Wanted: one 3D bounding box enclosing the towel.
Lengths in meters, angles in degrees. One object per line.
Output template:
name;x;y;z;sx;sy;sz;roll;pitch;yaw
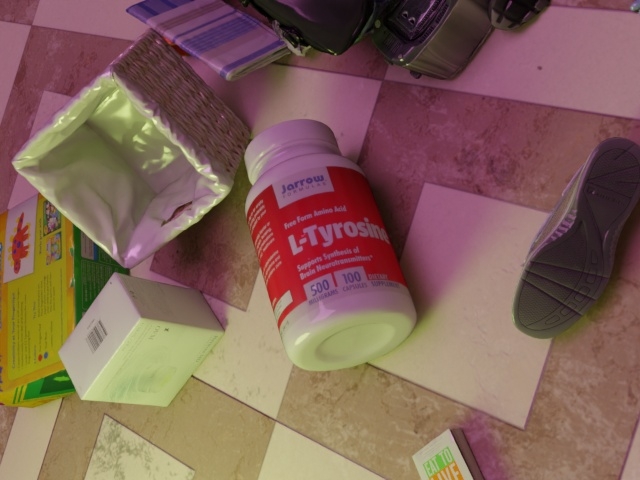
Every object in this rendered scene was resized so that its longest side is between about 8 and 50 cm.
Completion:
towel;-0.222;-0.424;2.024;0.285;0.209;0.034;34;133;18

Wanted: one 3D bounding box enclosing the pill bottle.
pill bottle;0.000;0.000;1.734;0.229;0.229;0.408;-37;57;29

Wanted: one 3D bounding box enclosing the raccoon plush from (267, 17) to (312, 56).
raccoon plush;-0.216;-0.537;2.039;0.299;0.216;0.446;-12;102;61

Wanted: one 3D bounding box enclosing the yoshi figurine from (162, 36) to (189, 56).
yoshi figurine;-0.300;-0.607;2.252;0.203;0.203;0.362;132;126;-76

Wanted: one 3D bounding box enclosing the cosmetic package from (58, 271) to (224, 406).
cosmetic package;-0.356;0.205;2.003;0.224;0.224;0.138;-52;53;19

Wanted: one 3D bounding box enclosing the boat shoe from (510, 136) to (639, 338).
boat shoe;0.381;-0.003;1.488;0.118;0.103;0.320;23;99;4

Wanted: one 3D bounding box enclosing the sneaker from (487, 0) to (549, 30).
sneaker;0.349;-0.476;1.662;0.267;0.101;0.106;-64;25;10

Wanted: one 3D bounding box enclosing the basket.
basket;-0.360;-0.185;2.005;0.328;0.331;0.266;-35;18;30

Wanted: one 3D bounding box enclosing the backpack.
backpack;0.014;-0.475;1.787;0.290;0.355;0.273;38;99;7

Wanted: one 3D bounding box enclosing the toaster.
toaster;0.205;-0.383;1.711;0.227;0.146;0.129;-54;50;18

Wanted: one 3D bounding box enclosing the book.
book;0.209;0.383;1.579;0.096;0.035;0.144;-43;55;30

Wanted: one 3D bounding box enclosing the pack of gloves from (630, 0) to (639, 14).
pack of gloves;0.541;-0.461;1.515;0.232;0.046;0.195;-39;67;31

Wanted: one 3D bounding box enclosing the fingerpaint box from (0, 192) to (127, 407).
fingerpaint box;-0.615;0.127;2.302;0.371;0.163;0.445;-23;64;35
